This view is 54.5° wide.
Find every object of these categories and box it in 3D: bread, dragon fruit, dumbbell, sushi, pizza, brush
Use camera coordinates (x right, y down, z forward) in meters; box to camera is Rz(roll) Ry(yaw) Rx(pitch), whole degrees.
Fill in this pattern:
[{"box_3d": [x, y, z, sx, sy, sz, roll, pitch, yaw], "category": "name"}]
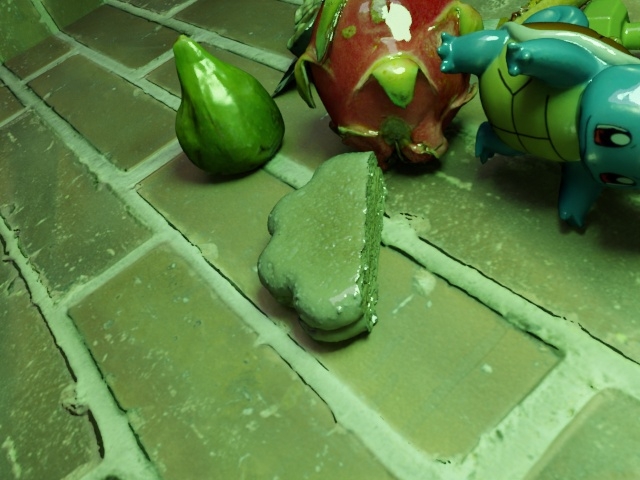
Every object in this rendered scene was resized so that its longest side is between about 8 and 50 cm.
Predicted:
[{"box_3d": [0.004, 0.003, 0.933, 0.183, 0.102, 0.337, -11, 44, 22], "category": "bread"}, {"box_3d": [0.110, -0.253, 1.019, 0.306, 0.305, 0.225, 2, 69, 28], "category": "dragon fruit"}, {"box_3d": [0.571, -0.331, 0.998, 0.302, 0.121, 0.108, 9, 80, 33], "category": "dumbbell"}, {"box_3d": [-0.005, -0.527, 1.407, 0.296, 0.100, 0.373, -27, 30, 45], "category": "sushi"}, {"box_3d": [0.432, -0.438, 1.140, 0.289, 0.081, 0.229, -37, 0, 42], "category": "pizza"}, {"box_3d": [0.418, -0.432, 1.260, 0.205, 0.011, 0.083, 5, 49, 30], "category": "brush"}]

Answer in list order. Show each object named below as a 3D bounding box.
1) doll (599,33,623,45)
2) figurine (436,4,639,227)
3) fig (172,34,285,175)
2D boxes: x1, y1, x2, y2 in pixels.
[{"box_3d": [0.391, -0.245, 0.996, 0.207, 0.081, 0.129, -45, 40, -1], "category": "doll"}, {"box_3d": [0.307, -0.183, 0.832, 0.243, 0.297, 0.416, -19, 36, 7], "category": "figurine"}, {"box_3d": [-0.191, -0.261, 1.175, 0.206, 0.275, 0.206, -13, 41, 12], "category": "fig"}]
